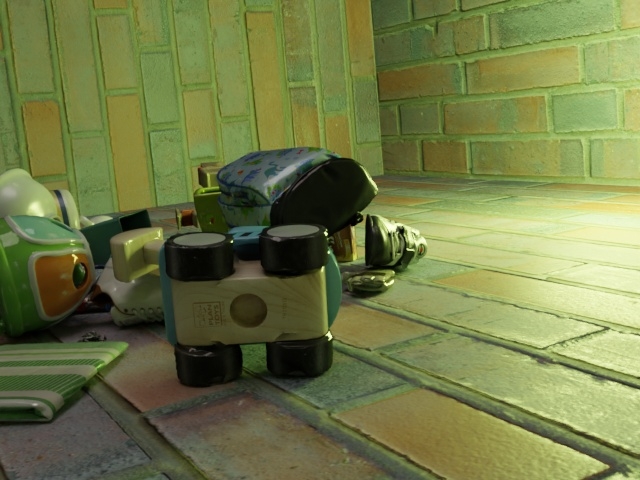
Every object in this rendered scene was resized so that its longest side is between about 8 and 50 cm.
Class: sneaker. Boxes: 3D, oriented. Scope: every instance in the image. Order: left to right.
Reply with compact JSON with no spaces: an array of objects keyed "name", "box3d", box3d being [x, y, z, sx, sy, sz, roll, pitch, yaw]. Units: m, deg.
[{"name":"sneaker","box3d":[-0.333,0.135,1.624,0.290,0.123,0.106,16,-24,28]},{"name":"sneaker","box3d":[0.178,0.003,1.912,0.146,0.123,0.330,3,1,9]}]

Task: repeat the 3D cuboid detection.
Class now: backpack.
[{"name":"backpack","box3d":[-0.093,-0.100,1.949,0.290,0.273,0.355,-38,11,-26]}]

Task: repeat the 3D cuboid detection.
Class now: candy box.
[{"name":"candy box","box3d":[0.000,0.000,2.137,0.186,0.109,0.053,-3,9,16]}]

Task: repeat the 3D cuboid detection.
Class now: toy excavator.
[{"name":"toy excavator","box3d":[-0.181,0.064,1.408,0.432,0.223,0.445,-4,13,1]}]

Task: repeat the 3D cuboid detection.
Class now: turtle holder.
[{"name":"turtle holder","box3d":[-0.598,0.064,1.664,0.227,0.244,0.320,-18,1,-28]}]

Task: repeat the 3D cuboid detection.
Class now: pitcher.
[{"name":"pitcher","box3d":[-0.681,-0.026,2.500,0.125,0.178,0.207,-48,24,-10]}]

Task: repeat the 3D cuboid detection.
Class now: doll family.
[{"name":"doll family","box3d":[-0.538,0.086,1.870,0.163,0.119,0.263,-4,9,6]}]

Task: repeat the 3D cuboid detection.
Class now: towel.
[{"name":"towel","box3d":[-0.473,0.219,1.288,0.247,0.038,0.325,-3,7,5]}]

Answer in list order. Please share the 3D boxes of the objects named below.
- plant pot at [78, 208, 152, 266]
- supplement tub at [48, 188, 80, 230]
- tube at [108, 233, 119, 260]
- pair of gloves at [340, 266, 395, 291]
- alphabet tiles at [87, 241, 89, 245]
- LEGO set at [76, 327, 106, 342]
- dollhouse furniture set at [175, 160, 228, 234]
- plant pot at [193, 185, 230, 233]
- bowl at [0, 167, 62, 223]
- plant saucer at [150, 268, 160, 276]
[{"name":"plant pot","box3d":[-0.569,0.030,2.126,0.234,0.166,0.165,-11,7,16]},{"name":"supplement tub","box3d":[-0.879,-0.022,2.380,0.316,0.229,0.228,-10,10,-27]},{"name":"tube","box3d":[-0.421,0.059,1.873,0.052,0.080,0.207,4,-19,24]},{"name":"pair of gloves","box3d":[0.044,0.084,1.792,0.240,0.042,0.204,3,4,7]},{"name":"alphabet tiles","box3d":[-0.682,0.082,1.923,0.278,0.021,0.284,-26,0,-29]},{"name":"LEGO set","box3d":[-0.422,0.181,1.519,0.083,0.024,0.054,4,12,43]},{"name":"dollhouse furniture set","box3d":[-0.303,-0.094,2.423,0.261,0.259,0.135,-6,19,-14]},{"name":"plant pot","box3d":[-0.221,-0.045,2.228,0.227,0.207,0.228,-6,10,-5]},{"name":"bowl","box3d":[-0.724,-0.016,1.990,0.134,0.298,0.298,19,12,5]},{"name":"plant saucer","box3d":[-0.229,0.084,1.840,0.332,0.081,0.332,-2,9,19]}]
